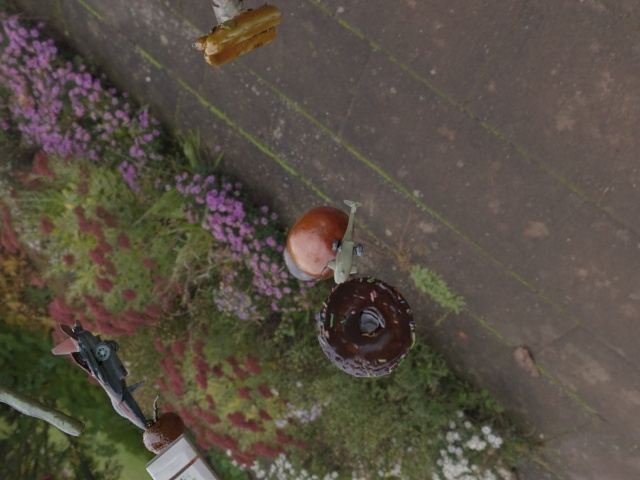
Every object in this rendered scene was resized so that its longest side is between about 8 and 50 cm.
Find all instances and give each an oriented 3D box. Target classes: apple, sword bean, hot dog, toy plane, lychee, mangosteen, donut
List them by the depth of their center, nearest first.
[{"bbox_3d":[-0.625,0.357,1.167,0.269,0.038,0.043,20,138,8],"label":"sword bean"},{"bbox_3d":[0.105,0.201,1.272,0.235,0.235,0.089,44,168,5],"label":"donut"},{"bbox_3d":[-0.513,0.326,1.329,0.326,0.104,0.223,47,171,-4],"label":"toy plane"},{"bbox_3d":[-0.196,-0.507,1.333,0.072,0.269,0.109,49,147,7],"label":"hot dog"},{"bbox_3d":[-0.399,0.482,1.395,0.114,0.101,0.140,-33,68,18],"label":"lychee"},{"bbox_3d":[0.083,0.000,1.652,0.092,0.286,0.108,11,161,-1],"label":"toy plane"},{"bbox_3d":[0.000,0.000,1.880,0.206,0.252,0.272,30,180,2],"label":"apple"},{"bbox_3d":[-0.026,0.043,2.169,0.265,0.228,0.228,-33,99,30],"label":"mangosteen"}]

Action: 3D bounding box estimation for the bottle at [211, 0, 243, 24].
[{"bbox_3d":[-0.289,-0.732,1.686,0.099,0.099,0.152,36,167,14],"label":"bottle"}]

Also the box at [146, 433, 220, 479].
[{"bbox_3d":[-0.239,0.445,0.999,0.154,0.084,0.040,52,166,-1],"label":"box"}]

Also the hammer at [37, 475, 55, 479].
[{"bbox_3d":[-0.566,0.501,1.088,0.043,0.043,0.083,36,-175,14],"label":"hammer"}]
